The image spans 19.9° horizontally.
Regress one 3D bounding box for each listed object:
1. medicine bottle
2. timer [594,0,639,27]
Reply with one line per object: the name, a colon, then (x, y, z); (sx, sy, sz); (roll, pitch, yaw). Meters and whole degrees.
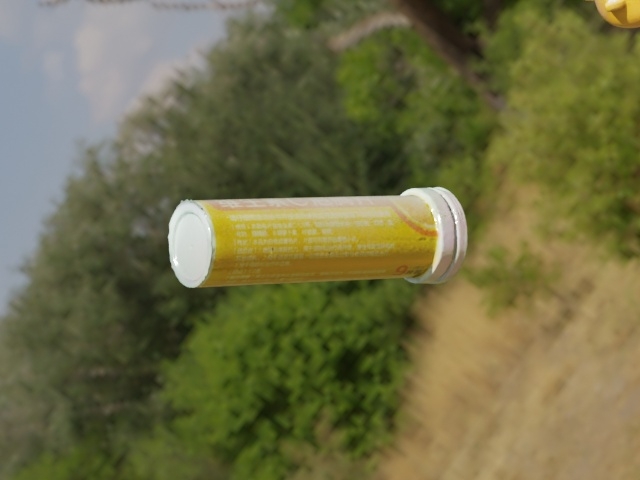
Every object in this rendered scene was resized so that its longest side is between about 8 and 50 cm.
medicine bottle: (0.000, 0.000, 1.318); (0.218, 0.074, 0.074); (-2, -35, -34)
timer: (0.257, -0.185, 1.265); (0.152, 0.132, 0.132); (-17, -10, -13)
